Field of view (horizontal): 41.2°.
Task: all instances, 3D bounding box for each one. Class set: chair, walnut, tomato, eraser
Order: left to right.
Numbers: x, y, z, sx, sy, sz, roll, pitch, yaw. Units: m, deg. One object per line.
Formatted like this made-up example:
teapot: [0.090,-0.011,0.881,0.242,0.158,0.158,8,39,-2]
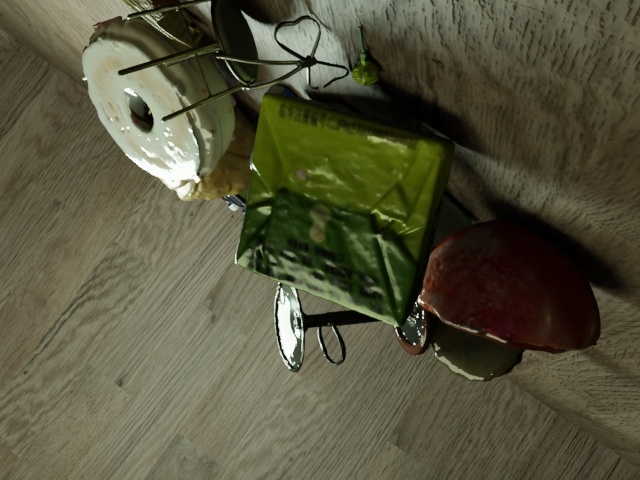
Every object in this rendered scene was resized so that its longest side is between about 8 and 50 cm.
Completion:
walnut: [-0.285,-0.222,2.084,0.313,0.277,0.252,-172,67,-76]
chair: [-0.132,-0.299,1.309,0.325,0.170,0.160,-14,147,18]
eraser: [-0.059,-0.264,1.637,0.084,0.027,0.063,41,171,-34]
chair: [0.110,0.175,2.007,0.401,0.226,0.226,-6,-172,-19]
tomato: [0.317,0.056,1.392,0.309,0.170,0.309,6,-165,-2]

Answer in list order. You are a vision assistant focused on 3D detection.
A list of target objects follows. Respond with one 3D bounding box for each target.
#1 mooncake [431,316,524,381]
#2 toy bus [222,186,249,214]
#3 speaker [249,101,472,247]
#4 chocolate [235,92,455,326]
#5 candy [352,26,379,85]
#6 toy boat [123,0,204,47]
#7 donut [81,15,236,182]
mooncake: [0.385,0.225,2.047,0.228,0.228,0.124,33,-162,21]
toy bus: [-0.226,-0.181,2.479,0.138,0.175,0.287,39,173,-26]
speaker: [0.083,-0.083,1.561,0.406,0.183,0.184,39,168,-24]
chocolate: [0.041,-0.059,1.300,0.301,0.289,0.137,19,-156,20]
candy: [0.059,-0.249,1.142,0.035,0.035,0.123,46,168,21]
toy boat: [-0.303,-0.431,1.520,0.226,0.068,0.088,39,167,-27]
donut: [-0.332,-0.301,1.781,0.382,0.142,0.383,28,141,25]
